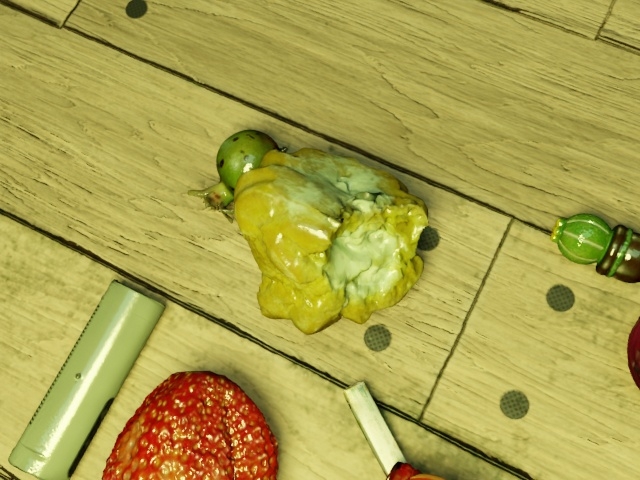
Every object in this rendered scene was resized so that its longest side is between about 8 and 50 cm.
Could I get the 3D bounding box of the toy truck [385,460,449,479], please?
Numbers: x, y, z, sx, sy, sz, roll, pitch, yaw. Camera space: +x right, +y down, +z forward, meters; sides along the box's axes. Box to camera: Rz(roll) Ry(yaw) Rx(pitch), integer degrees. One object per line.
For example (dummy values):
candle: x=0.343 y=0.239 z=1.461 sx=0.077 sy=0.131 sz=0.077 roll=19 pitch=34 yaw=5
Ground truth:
toy truck: x=0.128 y=0.473 z=0.967 sx=0.189 sy=0.239 sz=0.264 roll=27 pitch=111 yaw=7

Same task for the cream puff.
cream puff: x=-0.008 y=-0.003 z=1.137 sx=0.323 sy=0.269 sz=0.274 roll=-3 pitch=40 yaw=-39

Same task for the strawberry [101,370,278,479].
strawberry: x=-0.205 y=0.337 z=1.060 sx=0.239 sy=0.250 sz=0.288 roll=5 pitch=96 yaw=44

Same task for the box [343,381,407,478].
box: x=0.099 y=0.329 z=1.133 sx=0.041 sy=0.050 sz=0.207 roll=-27 pitch=72 yaw=-4

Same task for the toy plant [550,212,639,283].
toy plant: x=0.468 y=0.009 z=1.172 sx=0.162 sy=0.093 sz=0.092 roll=22 pitch=76 yaw=13

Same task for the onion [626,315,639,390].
onion: x=0.594 y=0.173 z=1.035 sx=0.231 sy=0.256 sz=0.272 roll=-4 pitch=56 yaw=-10

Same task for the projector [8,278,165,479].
projector: x=-0.390 y=0.234 z=1.182 sx=0.108 sy=0.108 sz=0.337 roll=24 pitch=77 yaw=12

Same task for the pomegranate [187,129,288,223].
pomegranate: x=-0.130 y=-0.111 z=1.249 sx=0.149 sy=0.148 sz=0.169 roll=32 pitch=89 yaw=14
